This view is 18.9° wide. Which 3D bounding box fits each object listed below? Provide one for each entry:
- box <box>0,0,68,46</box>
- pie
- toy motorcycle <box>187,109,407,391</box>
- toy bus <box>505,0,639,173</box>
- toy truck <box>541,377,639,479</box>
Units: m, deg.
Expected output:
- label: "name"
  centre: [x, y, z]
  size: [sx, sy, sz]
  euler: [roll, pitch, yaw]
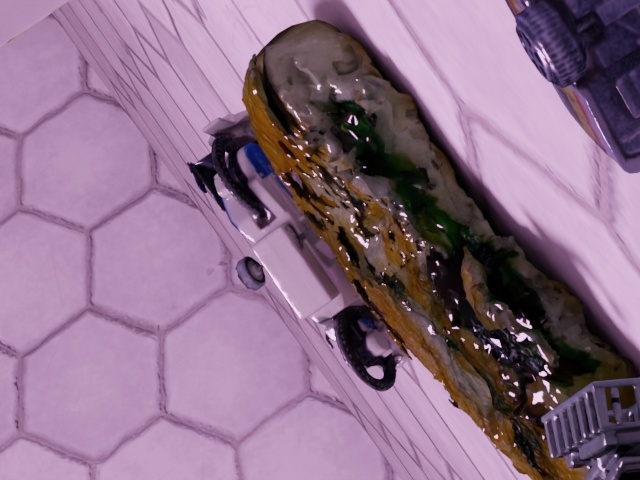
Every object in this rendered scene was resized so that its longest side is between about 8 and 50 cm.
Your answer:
- label: "box"
  centre: [-0.185, -0.227, 1.250]
  size: [0.111, 0.194, 0.260]
  euler: [57, 175, -21]
- label: "pie"
  centre: [0.076, 0.023, 1.175]
  size: [0.371, 0.078, 0.296]
  euler: [50, 174, 30]
- label: "toy motorcycle"
  centre: [0.000, 0.000, 1.363]
  size: [0.221, 0.102, 0.150]
  euler: [56, -154, -1]
- label: "toy bus"
  centre: [0.061, -0.114, 0.569]
  size: [0.190, 0.064, 0.075]
  euler: [57, 179, -23]
- label: "toy truck"
  centre: [0.142, 0.144, 0.972]
  size: [0.177, 0.080, 0.115]
  euler: [122, 141, -68]
